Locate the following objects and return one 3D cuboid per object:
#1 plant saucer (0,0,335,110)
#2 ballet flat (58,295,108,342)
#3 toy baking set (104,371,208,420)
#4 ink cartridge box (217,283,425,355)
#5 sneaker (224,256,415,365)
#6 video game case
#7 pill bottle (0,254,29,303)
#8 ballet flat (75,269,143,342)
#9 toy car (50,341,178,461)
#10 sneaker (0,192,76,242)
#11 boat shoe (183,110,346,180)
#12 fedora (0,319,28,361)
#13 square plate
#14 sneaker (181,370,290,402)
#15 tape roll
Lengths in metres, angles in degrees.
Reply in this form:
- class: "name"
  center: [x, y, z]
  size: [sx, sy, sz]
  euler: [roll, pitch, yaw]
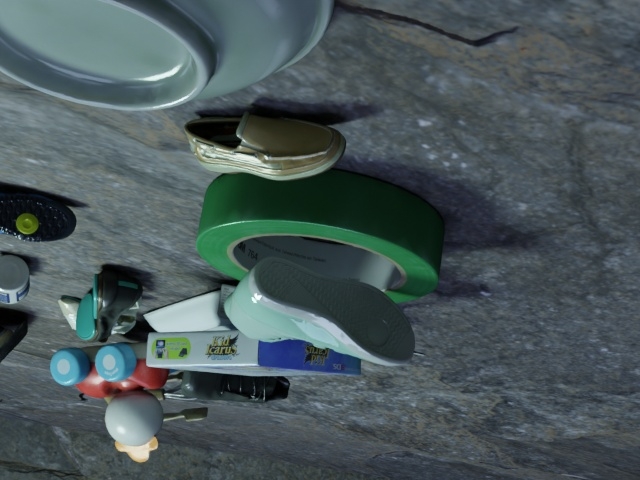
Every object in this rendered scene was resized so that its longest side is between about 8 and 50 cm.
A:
- class: "plant saucer"
  center: [-0.190, -0.201, 0.968]
  size: [0.400, 0.100, 0.400]
  euler: [8, 162, 3]
- class: "ballet flat"
  center: [-0.449, 0.156, 2.178]
  size: [0.057, 0.052, 0.168]
  euler: [1, 159, 24]
- class: "toy baking set"
  center: [-0.345, 0.311, 2.358]
  size: [0.197, 0.256, 0.030]
  euler: [-26, 129, -16]
- class: "ink cartridge box"
  center: [-0.001, 0.121, 1.759]
  size: [0.239, 0.060, 0.275]
  euler: [9, 178, -26]
- class: "sneaker"
  center: [-0.005, 0.108, 1.534]
  size: [0.256, 0.094, 0.151]
  euler: [26, 151, -18]
- class: "video game case"
  center: [-0.107, 0.189, 1.882]
  size: [0.244, 0.061, 0.269]
  euler: [-4, 169, 37]
- class: "pill bottle"
  center: [-0.535, 0.071, 1.952]
  size: [0.067, 0.067, 0.120]
  euler: [13, 160, -10]
- class: "ballet flat"
  center: [-0.367, 0.123, 1.995]
  size: [0.096, 0.095, 0.280]
  euler: [3, 164, -19]
- class: "toy car"
  center: [-0.388, 0.319, 2.230]
  size: [0.210, 0.238, 0.219]
  euler: [-7, 175, 24]
- class: "sneaker"
  center: [-0.454, -0.042, 1.621]
  size: [0.209, 0.069, 0.082]
  euler: [3, -165, -8]
- class: "boat shoe"
  center: [-0.067, -0.109, 1.233]
  size: [0.190, 0.068, 0.072]
  euler: [-1, 147, 28]
- class: "fedora"
  center: [-0.755, 0.246, 2.296]
  size: [0.152, 0.334, 0.334]
  euler: [44, 152, -9]
- class: "square plate"
  center: [-0.106, 0.177, 2.086]
  size: [0.347, 0.049, 0.344]
  euler: [20, 159, -29]
- class: "sneaker"
  center: [-0.162, 0.271, 2.232]
  size: [0.130, 0.109, 0.286]
  euler: [14, -177, 32]
- class: "tape roll"
  center: [0.000, 0.000, 1.488]
  size: [0.321, 0.077, 0.321]
  euler: [8, 162, 3]
